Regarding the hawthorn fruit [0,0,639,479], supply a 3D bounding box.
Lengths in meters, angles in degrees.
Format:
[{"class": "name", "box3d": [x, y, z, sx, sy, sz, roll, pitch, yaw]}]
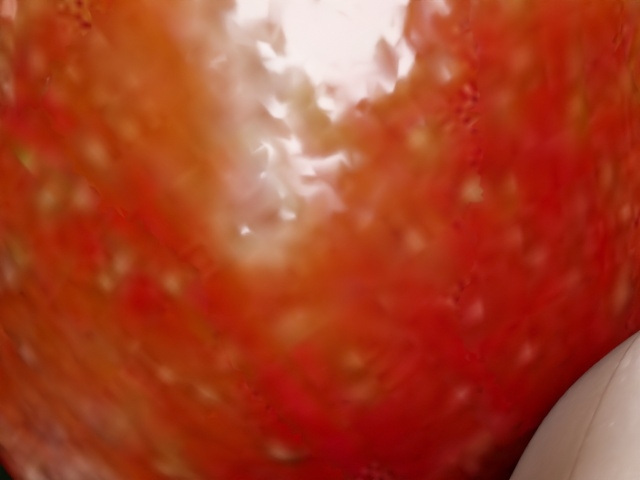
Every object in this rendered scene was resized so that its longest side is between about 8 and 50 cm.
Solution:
[{"class": "hawthorn fruit", "box3d": [0.000, 0.000, 0.611, 0.285, 0.285, 0.368, 153, 112, -77]}]

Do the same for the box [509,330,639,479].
[{"class": "box", "box3d": [0.086, 0.108, 0.466, 0.200, 0.088, 0.146, -65, 7, -30]}]
